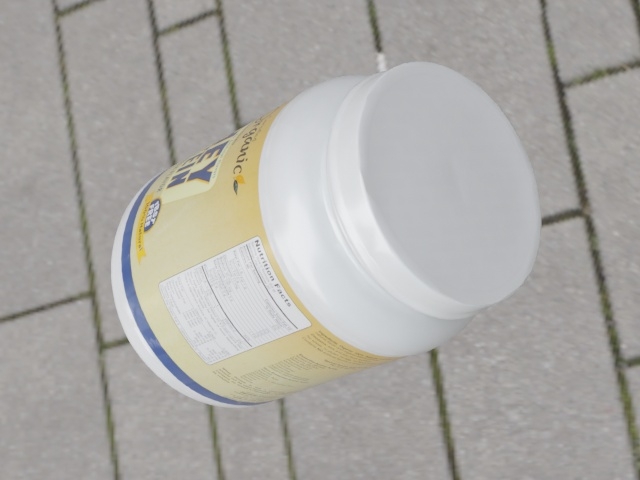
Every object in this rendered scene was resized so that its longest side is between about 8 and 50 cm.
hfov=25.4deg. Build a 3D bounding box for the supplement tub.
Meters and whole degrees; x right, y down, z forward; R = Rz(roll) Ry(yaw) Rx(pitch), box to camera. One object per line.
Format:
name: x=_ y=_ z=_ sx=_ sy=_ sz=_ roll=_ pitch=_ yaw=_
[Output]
supplement tub: x=0.000 y=0.000 z=1.161 sx=0.316 sy=0.228 sz=0.228 roll=-24 pitch=70 yaw=45
